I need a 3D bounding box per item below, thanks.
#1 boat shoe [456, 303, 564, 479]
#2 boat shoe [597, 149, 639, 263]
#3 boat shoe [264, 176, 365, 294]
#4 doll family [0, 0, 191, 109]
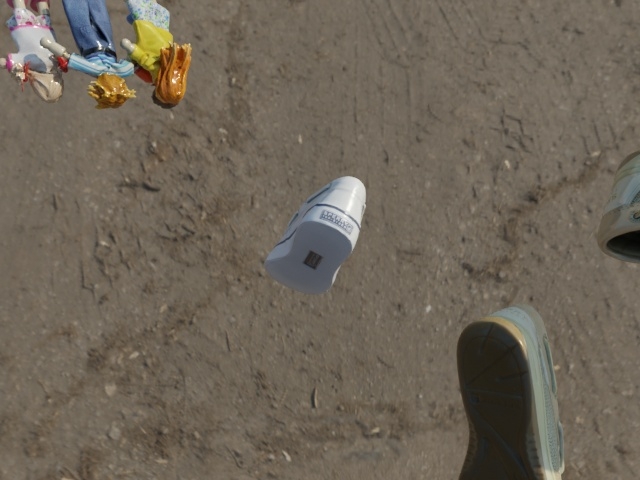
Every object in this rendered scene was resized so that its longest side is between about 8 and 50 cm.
[{"bbox_3d":[0.208,0.218,0.687,0.109,0.302,0.098,1,11,42],"label":"boat shoe"},{"bbox_3d":[0.418,-0.003,0.550,0.341,0.122,0.110,7,54,40],"label":"boat shoe"},{"bbox_3d":[0.000,0.000,0.832,0.095,0.258,0.084,31,65,-9],"label":"boat shoe"},{"bbox_3d":[-0.255,-0.239,0.819,0.263,0.118,0.163,-10,79,-46],"label":"doll family"}]
